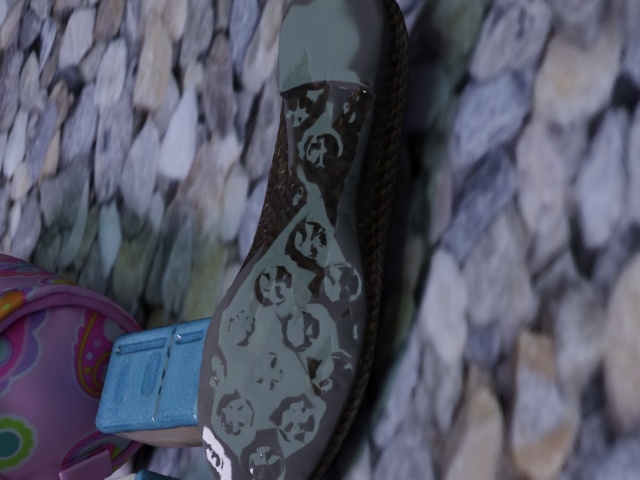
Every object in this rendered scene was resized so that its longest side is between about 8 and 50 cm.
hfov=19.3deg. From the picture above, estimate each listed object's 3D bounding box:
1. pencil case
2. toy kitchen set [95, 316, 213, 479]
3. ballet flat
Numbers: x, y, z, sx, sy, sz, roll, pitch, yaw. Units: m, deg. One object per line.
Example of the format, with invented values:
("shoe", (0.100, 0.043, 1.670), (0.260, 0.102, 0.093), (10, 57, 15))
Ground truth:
("pencil case", (-0.194, 0.069, 1.094), (0.284, 0.124, 0.124), (10, 81, 62))
("toy kitchen set", (-0.128, 0.127, 0.883), (0.122, 0.166, 0.207), (-14, 61, 57))
("ballet flat", (0.000, 0.000, 0.867), (0.084, 0.058, 0.250), (4, 79, 24))
